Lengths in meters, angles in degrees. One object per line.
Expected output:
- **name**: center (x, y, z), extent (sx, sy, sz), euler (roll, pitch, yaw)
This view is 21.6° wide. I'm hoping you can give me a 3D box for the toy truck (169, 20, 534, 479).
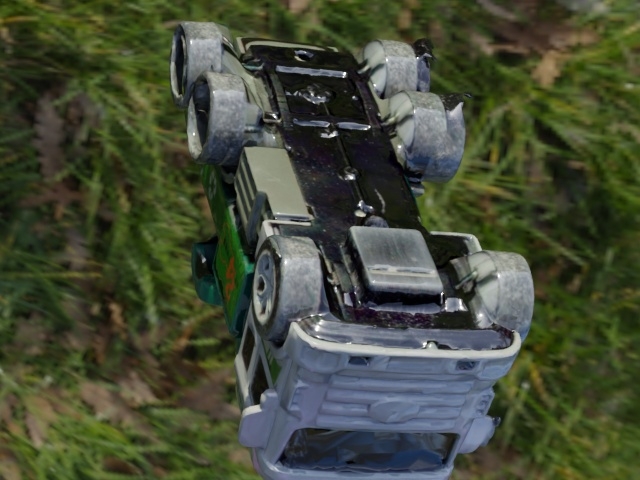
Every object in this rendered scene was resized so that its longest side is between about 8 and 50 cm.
- **toy truck**: center (0.002, -0.005, 1.036), extent (0.176, 0.363, 0.178), euler (3, 124, -18)
